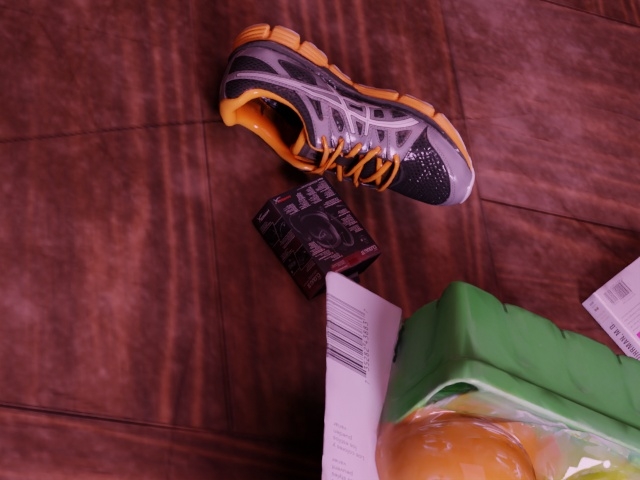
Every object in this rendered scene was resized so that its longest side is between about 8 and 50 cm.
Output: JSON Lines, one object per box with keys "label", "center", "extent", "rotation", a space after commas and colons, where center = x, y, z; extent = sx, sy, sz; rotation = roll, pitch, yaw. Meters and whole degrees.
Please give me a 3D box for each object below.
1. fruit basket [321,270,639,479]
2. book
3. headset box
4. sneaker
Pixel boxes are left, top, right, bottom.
{"label": "fruit basket", "center": [0.126, 0.219, 1.116], "extent": [0.327, 0.165, 0.353], "rotation": [23, 51, -26]}
{"label": "book", "center": [0.291, 0.081, 1.420], "extent": [0.096, 0.035, 0.144], "rotation": [-32, 78, -40]}
{"label": "headset box", "center": [0.000, 0.000, 1.290], "extent": [0.062, 0.032, 0.083], "rotation": [-27, 75, -42]}
{"label": "sneaker", "center": [0.016, -0.078, 1.331], "extent": [0.215, 0.084, 0.083], "rotation": [28, 48, 0]}
